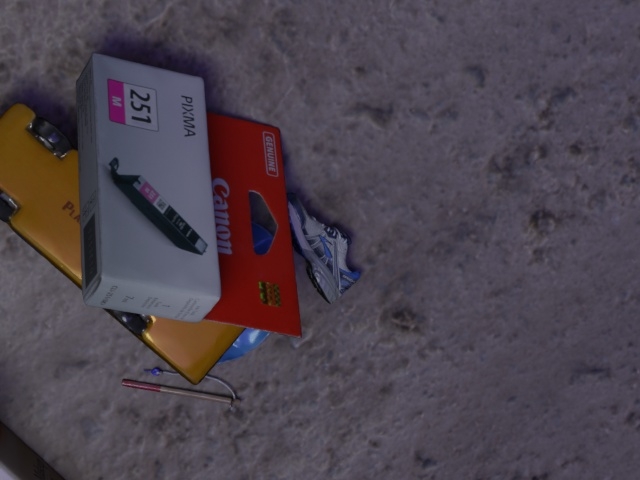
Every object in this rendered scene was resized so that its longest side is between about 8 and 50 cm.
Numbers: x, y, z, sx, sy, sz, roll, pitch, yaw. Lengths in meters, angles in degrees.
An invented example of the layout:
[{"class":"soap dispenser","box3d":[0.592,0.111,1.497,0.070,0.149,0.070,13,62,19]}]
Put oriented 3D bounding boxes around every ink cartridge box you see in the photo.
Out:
[{"class":"ink cartridge box","box3d":[-0.125,-0.044,1.797,0.239,0.275,0.060,10,144,-25]}]

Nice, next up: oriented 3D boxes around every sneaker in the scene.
[{"class":"sneaker","box3d":[0.000,0.000,1.952,0.058,0.052,0.135,-31,112,-10]}]

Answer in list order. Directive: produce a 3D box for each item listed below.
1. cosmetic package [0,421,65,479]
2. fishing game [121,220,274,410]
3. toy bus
[{"class":"cosmetic package","box3d":[-0.334,0.309,1.925,0.129,0.153,0.296,-45,105,2]},{"class":"fishing game","box3d":[-0.126,0.054,1.950,0.189,0.041,0.264,11,101,-7]},{"class":"toy bus","box3d":[-0.221,0.005,1.855,0.333,0.130,0.108,41,83,-1]}]
